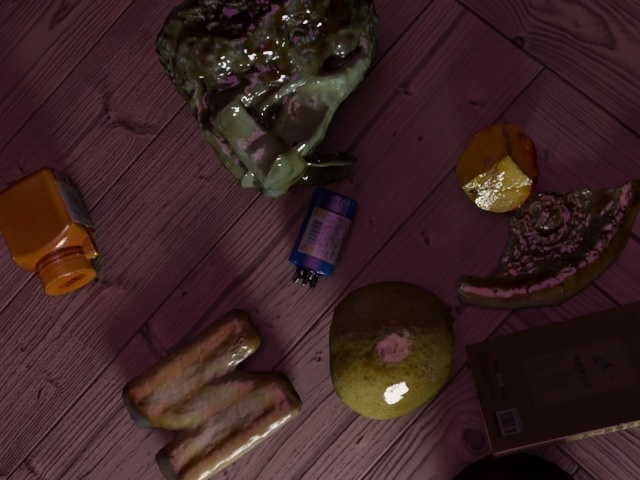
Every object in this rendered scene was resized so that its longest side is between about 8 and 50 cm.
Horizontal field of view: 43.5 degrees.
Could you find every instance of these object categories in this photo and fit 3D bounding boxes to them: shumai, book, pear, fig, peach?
[{"bbox_3d":[-0.081,-0.243,1.383,0.394,0.395,0.348,-9,77,11],"label":"shumai"},{"bbox_3d":[0.409,0.222,1.306,0.310,0.021,0.217,-15,45,10],"label":"book"},{"bbox_3d":[0.125,0.181,1.345,0.211,0.188,0.229,-10,78,19],"label":"pear"},{"bbox_3d":[0.289,0.454,1.251,0.263,0.224,0.224,-36,75,11],"label":"fig"},{"bbox_3d":[0.308,-0.127,1.399,0.151,0.118,0.151,7,109,21],"label":"peach"}]

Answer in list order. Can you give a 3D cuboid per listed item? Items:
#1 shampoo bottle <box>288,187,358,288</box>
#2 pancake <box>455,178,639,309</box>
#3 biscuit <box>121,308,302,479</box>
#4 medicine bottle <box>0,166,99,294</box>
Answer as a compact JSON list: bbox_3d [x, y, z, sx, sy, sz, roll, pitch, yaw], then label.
[{"bbox_3d":[0.000,0.000,1.477,0.087,0.050,0.183,20,85,13],"label":"shampoo bottle"},{"bbox_3d":[0.398,0.000,1.386,0.376,0.054,0.197,-38,74,3],"label":"pancake"},{"bbox_3d":[-0.201,0.290,1.466,0.290,0.062,0.237,-37,74,4],"label":"biscuit"},{"bbox_3d":[-0.528,-0.013,1.567,0.149,0.112,0.222,-29,75,6],"label":"medicine bottle"}]
